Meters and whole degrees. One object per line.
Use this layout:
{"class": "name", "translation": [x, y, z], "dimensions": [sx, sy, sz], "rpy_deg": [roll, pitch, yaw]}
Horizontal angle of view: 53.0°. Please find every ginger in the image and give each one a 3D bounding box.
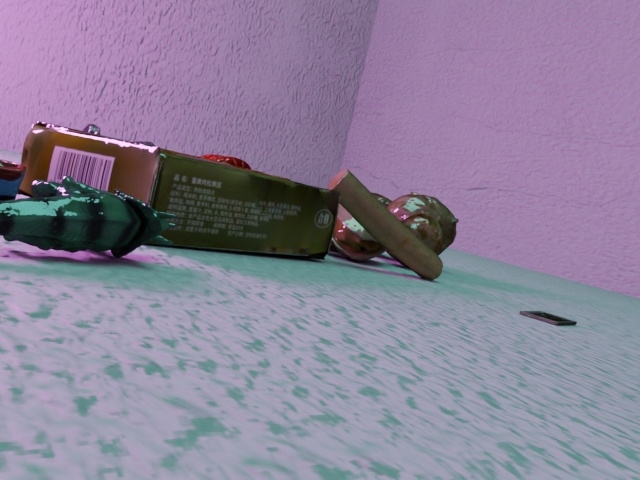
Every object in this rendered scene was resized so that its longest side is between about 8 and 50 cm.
{"class": "ginger", "translation": [0.169, -0.038, 1.592], "dimensions": [0.256, 0.176, 0.375], "rpy_deg": [-13, 21, -43]}

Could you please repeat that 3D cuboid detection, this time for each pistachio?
{"class": "pistachio", "translation": [0.087, -0.024, 1.378], "dimensions": [0.152, 0.126, 0.223], "rpy_deg": [29, 22, -3]}

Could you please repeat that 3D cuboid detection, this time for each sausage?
{"class": "sausage", "translation": [0.131, -0.021, 1.236], "dimensions": [0.301, 0.066, 0.066], "rpy_deg": [40, -7, -22]}

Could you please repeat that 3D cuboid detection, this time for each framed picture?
{"class": "framed picture", "translation": [0.378, 0.128, 1.064], "dimensions": [0.066, 0.006, 0.089], "rpy_deg": [17, 6, 41]}

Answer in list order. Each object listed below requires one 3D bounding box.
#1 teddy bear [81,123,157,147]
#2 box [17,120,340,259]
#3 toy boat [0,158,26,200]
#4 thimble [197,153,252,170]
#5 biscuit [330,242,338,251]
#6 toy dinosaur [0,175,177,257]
{"class": "teddy bear", "translation": [-0.479, -0.172, 1.466], "dimensions": [0.251, 0.171, 0.144], "rpy_deg": [2, -10, -38]}
{"class": "box", "translation": [-0.235, -0.081, 1.111], "dimensions": [0.373, 0.138, 0.420], "rpy_deg": [16, 6, 39]}
{"class": "toy boat", "translation": [-0.635, -0.130, 0.914], "dimensions": [0.392, 0.079, 0.136], "rpy_deg": [12, 6, -26]}
{"class": "thimble", "translation": [-0.273, -0.148, 1.721], "dimensions": [0.125, 0.163, 0.189], "rpy_deg": [14, 4, 40]}
{"class": "biscuit", "translation": [0.000, 0.000, 1.508], "dimensions": [0.124, 0.026, 0.175], "rpy_deg": [13, 4, -7]}
{"class": "toy dinosaur", "translation": [-0.263, -0.024, 0.655], "dimensions": [0.120, 0.079, 0.292], "rpy_deg": [14, 7, 38]}
